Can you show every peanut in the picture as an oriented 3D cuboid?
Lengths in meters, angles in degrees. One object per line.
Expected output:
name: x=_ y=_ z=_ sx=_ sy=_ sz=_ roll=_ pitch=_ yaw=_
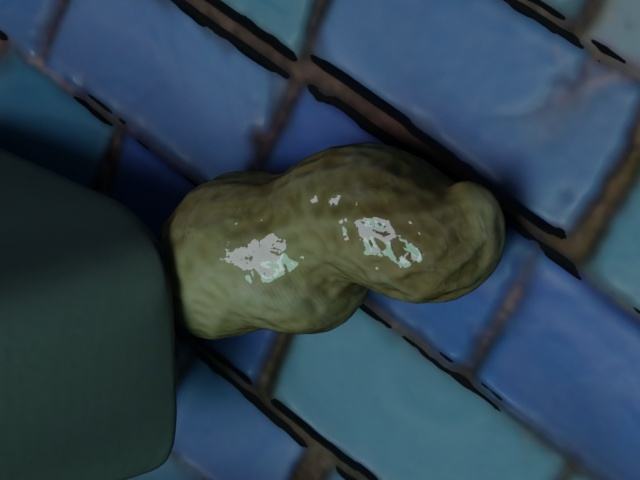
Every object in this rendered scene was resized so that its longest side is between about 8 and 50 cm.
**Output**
peanut: x=0.000 y=0.000 z=0.909 sx=0.228 sy=0.085 sz=0.104 roll=-15 pitch=107 yaw=36

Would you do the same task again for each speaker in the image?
speaker: x=-0.285 y=0.036 z=1.007 sx=0.406 sy=0.184 sz=0.183 roll=22 pitch=120 yaw=42
